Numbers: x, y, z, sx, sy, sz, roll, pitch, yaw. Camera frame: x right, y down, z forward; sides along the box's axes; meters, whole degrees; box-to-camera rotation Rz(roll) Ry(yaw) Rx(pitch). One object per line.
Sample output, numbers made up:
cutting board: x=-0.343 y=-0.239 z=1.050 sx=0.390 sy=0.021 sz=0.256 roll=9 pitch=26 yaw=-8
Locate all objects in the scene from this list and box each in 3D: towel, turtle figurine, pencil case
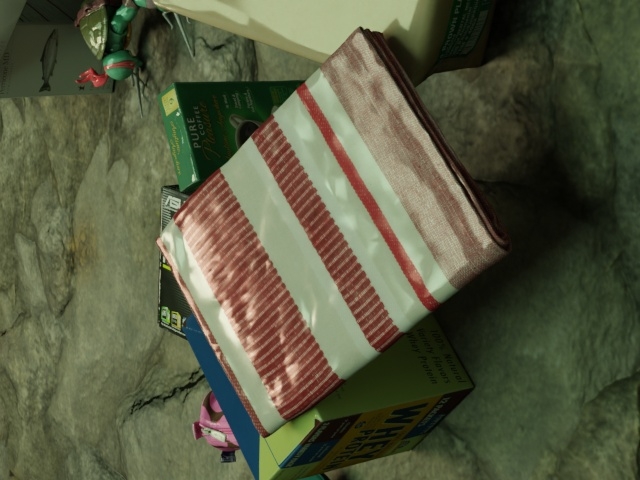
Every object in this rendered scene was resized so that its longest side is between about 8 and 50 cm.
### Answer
towel: x=0.000 y=0.000 z=1.303 sx=0.329 sy=0.037 sz=0.237 roll=-42 pitch=69 yaw=34
turtle figurine: x=-0.244 y=-0.280 z=1.795 sx=0.175 sy=0.118 sz=0.234 roll=-28 pitch=70 yaw=50
pencil case: x=-0.052 y=0.201 z=1.645 sx=0.209 sy=0.098 sz=0.095 roll=-14 pitch=85 yaw=51

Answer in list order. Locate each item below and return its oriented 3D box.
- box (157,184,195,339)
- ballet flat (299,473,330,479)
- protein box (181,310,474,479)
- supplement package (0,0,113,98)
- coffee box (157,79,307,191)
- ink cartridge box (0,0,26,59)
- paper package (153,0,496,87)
box: x=-0.129 y=0.038 z=1.757 sx=0.190 sy=0.045 sz=0.184 roll=20 pitch=114 yaw=47
ballet flat: x=0.029 y=0.340 z=1.600 sx=0.203 sy=0.074 sz=0.074 roll=54 pitch=134 yaw=23
protein box: x=0.005 y=0.117 z=1.474 sx=0.136 sy=0.201 sz=0.200 roll=-52 pitch=57 yaw=42
supplement package: x=-0.364 y=-0.253 z=1.893 sx=0.105 sy=0.179 sz=0.105 roll=39 pitch=125 yaw=41
coffee box: x=-0.080 y=-0.114 z=1.556 sx=0.040 sy=0.184 sz=0.113 roll=-27 pitch=75 yaw=49
ink cartridge box: x=-0.453 y=-0.275 z=1.804 sx=0.333 sy=0.065 sz=0.165 roll=-52 pitch=57 yaw=40
paper package: x=0.026 y=-0.339 z=1.335 sx=0.309 sy=0.168 sz=0.325 roll=22 pitch=114 yaw=25
